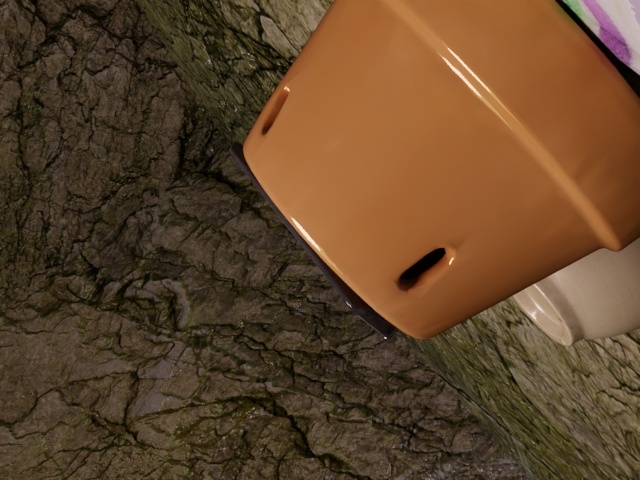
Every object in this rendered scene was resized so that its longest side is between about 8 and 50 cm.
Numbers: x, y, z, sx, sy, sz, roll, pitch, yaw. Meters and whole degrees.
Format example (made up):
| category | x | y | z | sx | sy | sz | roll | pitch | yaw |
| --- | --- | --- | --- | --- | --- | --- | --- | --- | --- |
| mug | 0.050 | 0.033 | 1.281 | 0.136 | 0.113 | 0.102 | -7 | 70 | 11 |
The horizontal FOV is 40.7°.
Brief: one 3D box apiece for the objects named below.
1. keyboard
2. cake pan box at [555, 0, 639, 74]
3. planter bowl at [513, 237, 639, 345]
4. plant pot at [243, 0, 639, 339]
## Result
| category | x | y | z | sx | sy | sz | roll | pitch | yaw |
| --- | --- | --- | --- | --- | --- | --- | --- | --- | --- |
| keyboard | 0.000 | 0.000 | 0.671 | 0.180 | 0.023 | 0.108 | 53 | -176 | 28 |
| cake pan box | 0.091 | -0.207 | 0.404 | 0.245 | 0.070 | 0.267 | 50 | -172 | 33 |
| planter bowl | 0.236 | 0.027 | 0.794 | 0.162 | 0.109 | 0.162 | 52 | 173 | 9 |
| plant pot | 0.083 | -0.068 | 0.628 | 0.291 | 0.203 | 0.291 | 46 | -170 | -10 |
